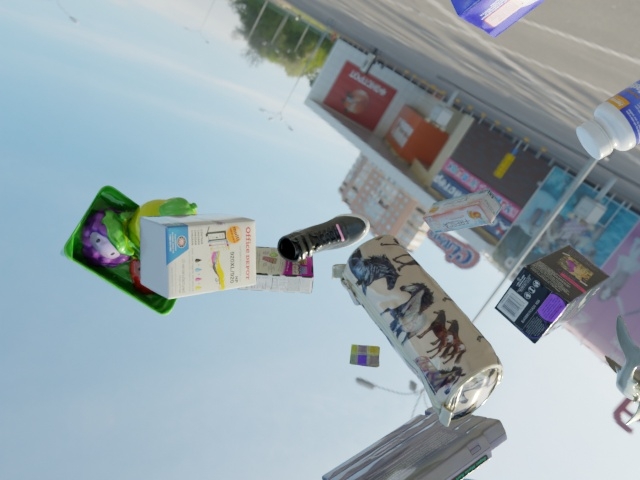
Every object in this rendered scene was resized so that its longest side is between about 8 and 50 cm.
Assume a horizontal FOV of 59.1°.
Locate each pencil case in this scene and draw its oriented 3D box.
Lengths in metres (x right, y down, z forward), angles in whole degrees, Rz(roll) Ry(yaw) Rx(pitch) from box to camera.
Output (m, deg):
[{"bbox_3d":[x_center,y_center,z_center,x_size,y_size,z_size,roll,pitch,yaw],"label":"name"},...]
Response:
[{"bbox_3d":[0.196,0.174,1.163,0.184,0.159,0.410,-24,-128,-17],"label":"pencil case"}]

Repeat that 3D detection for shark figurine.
[{"bbox_3d":[0.581,0.245,1.064,0.278,0.166,0.116,28,-160,-39],"label":"shark figurine"}]

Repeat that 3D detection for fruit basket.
[{"bbox_3d":[-0.509,0.015,1.625,0.392,0.392,0.282,28,-118,-12],"label":"fruit basket"}]

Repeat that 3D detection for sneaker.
[{"bbox_3d":[0.000,0.000,1.701,0.147,0.296,0.104,-36,-70,-59],"label":"sneaker"}]

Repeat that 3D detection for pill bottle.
[{"bbox_3d":[0.867,-0.347,1.570,0.152,0.272,0.152,55,-170,-14],"label":"pill bottle"}]

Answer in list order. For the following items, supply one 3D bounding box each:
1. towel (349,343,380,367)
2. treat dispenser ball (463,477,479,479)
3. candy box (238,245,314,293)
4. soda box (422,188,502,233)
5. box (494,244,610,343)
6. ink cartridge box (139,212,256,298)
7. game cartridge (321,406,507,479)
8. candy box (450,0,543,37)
[{"bbox_3d":[0.124,0.318,1.560,0.083,0.060,0.009,5,158,7],"label":"towel"},{"bbox_3d":[0.356,0.725,1.352,0.288,0.288,0.288,28,-162,-10],"label":"treat dispenser ball"},{"bbox_3d":[-0.142,0.091,1.799,0.234,0.071,0.159,5,-148,-5],"label":"candy box"},{"bbox_3d":[0.328,-0.065,1.321,0.058,0.063,0.183,50,152,-17],"label":"soda box"},{"bbox_3d":[0.621,0.138,1.510,0.270,0.165,0.143,-14,-130,-43],"label":"box"},{"bbox_3d":[-0.296,0.028,1.372,0.233,0.171,0.168,-7,-167,-38],"label":"ink cartridge box"},{"bbox_3d":[0.173,0.446,1.119,0.355,0.068,0.230,-21,-173,-29],"label":"game cartridge"},{"bbox_3d":[0.281,-0.514,0.821,0.122,0.268,0.317,4,-117,-47],"label":"candy box"}]
